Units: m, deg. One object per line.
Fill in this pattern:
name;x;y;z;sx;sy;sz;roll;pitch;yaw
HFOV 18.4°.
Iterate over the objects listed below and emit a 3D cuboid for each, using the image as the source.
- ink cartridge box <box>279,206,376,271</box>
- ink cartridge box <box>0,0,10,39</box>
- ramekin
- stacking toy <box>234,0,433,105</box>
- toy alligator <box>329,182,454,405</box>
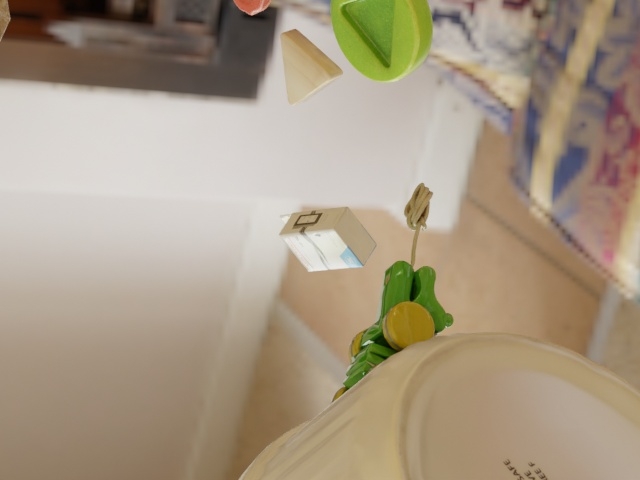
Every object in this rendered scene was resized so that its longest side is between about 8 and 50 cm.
ink cartridge box;0.000;0.000;1.674;0.083;0.048;0.028;-6;42;45
ink cartridge box;-0.397;-0.165;1.724;0.235;0.193;0.088;-76;-14;-47
ramekin;0.094;0.164;0.945;0.127;0.273;0.273;-53;45;36
stacking toy;0.039;-0.310;2.163;0.309;0.130;0.279;-14;98;52
toy alligator;0.051;0.055;1.110;0.056;0.051;0.190;-41;25;58
